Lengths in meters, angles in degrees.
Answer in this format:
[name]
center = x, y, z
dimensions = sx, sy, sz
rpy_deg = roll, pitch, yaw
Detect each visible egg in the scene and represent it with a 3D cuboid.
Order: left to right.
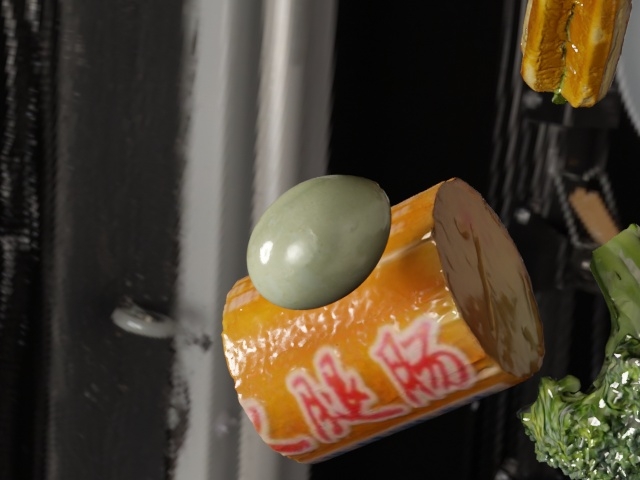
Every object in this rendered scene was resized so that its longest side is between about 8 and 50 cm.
[egg]
center = 0.000, 0.000, 1.321
dimensions = 0.152, 0.114, 0.114
rpy_deg = -41, -61, -3

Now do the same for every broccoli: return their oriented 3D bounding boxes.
[broccoli]
center = 0.394, 0.141, 1.480
dimensions = 0.375, 0.302, 0.249
rpy_deg = -32, -68, 6

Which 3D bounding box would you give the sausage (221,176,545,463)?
[sausage]
center = 0.065, 0.094, 1.505
dimensions = 0.233, 0.287, 0.233
rpy_deg = 39, -142, -39

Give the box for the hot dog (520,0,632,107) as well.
[hot dog]
center = 0.251, -0.222, 1.352
dimensions = 0.076, 0.104, 0.250
rpy_deg = -54, -22, -27
